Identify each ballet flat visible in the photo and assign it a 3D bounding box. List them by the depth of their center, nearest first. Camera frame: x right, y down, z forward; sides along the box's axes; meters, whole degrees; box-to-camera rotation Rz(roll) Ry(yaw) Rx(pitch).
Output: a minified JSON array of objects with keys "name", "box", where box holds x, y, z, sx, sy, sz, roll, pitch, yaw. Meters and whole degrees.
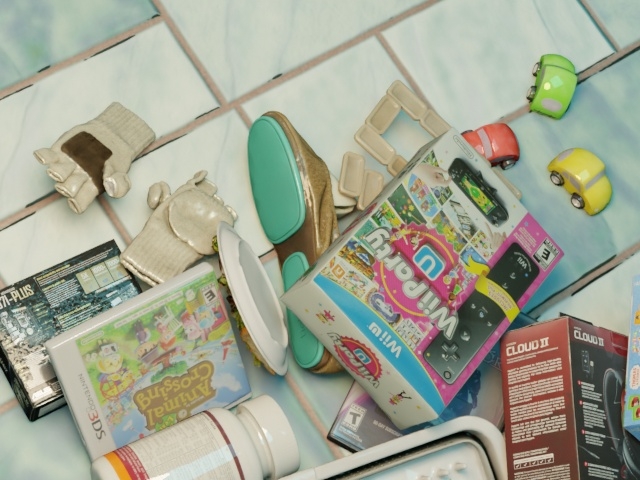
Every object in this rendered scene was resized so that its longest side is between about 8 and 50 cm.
[{"name":"ballet flat","box":[0.000,0.000,1.740,0.124,0.116,0.342,-3,70,-37]}]

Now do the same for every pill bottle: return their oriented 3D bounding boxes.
[{"name":"pill bottle","box":[-0.143,0.266,1.589,0.221,0.121,0.121,-22,77,-21]}]

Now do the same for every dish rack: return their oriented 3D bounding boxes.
[{"name":"dish rack","box":[0.093,0.380,1.616,0.333,0.072,0.285,-16,85,-19]}]

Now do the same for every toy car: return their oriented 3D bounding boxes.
[{"name":"toy car","box":[0.312,-0.168,1.901,0.239,0.053,0.225,18,67,-7]}]

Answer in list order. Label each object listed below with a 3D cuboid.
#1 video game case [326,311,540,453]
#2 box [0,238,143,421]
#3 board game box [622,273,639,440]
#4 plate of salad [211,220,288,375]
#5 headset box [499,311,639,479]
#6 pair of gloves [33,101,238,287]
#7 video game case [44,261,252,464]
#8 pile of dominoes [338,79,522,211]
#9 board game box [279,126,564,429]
[{"name":"video game case","box":[0.151,0.178,1.750,0.196,0.026,0.274,29,67,-3]},{"name":"box","box":[-0.295,0.106,1.632,0.180,0.077,0.147,-26,79,-22]},{"name":"board game box","box":[0.435,0.168,1.705,0.160,0.039,0.211,39,50,-36]},{"name":"plate of salad","box":[-0.089,0.072,1.648,0.048,0.200,0.200,-23,76,9]},{"name":"headset box","box":[0.330,0.232,1.680,0.218,0.110,0.293,18,63,-42]},{"name":"pair of gloves","box":[-0.218,-0.063,1.691,0.240,0.042,0.204,43,39,3]},{"name":"video game case","box":[-0.194,0.152,1.604,0.212,0.023,0.193,-27,122,-21]},{"name":"pile of dominoes","box":[0.136,-0.060,1.798,0.251,0.040,0.196,42,60,-7]},{"name":"board game box","box":[0.130,0.044,1.676,0.224,0.097,0.303,47,59,-7]}]
